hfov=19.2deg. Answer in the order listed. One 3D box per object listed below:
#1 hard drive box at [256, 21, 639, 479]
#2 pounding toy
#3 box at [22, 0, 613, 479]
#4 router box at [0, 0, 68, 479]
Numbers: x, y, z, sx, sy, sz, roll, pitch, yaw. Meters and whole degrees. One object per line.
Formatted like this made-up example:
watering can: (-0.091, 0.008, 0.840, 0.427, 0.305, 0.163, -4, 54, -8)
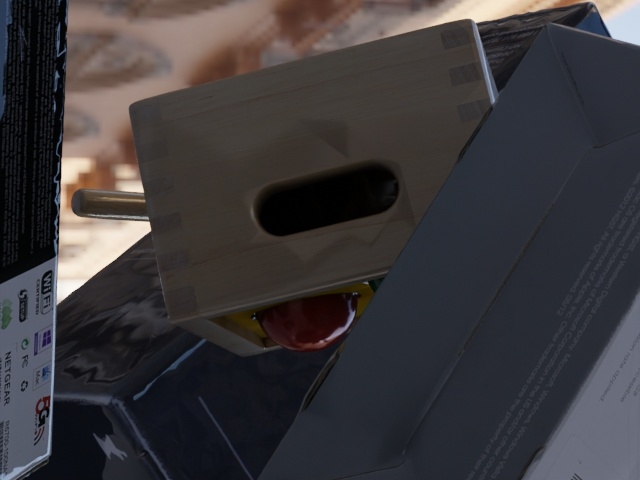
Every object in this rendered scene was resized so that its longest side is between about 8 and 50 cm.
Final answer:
hard drive box: (0.112, 0.071, 0.626, 0.089, 0.232, 0.181, 24, -104, 45)
pounding toy: (-0.008, 0.003, 0.753, 0.206, 0.181, 0.094, 44, 33, -76)
box: (0.044, 0.089, 1.140, 0.212, 0.395, 0.293, -3, -59, 56)
router box: (-0.130, -0.034, 0.479, 0.133, 0.046, 0.179, 17, -65, 25)
